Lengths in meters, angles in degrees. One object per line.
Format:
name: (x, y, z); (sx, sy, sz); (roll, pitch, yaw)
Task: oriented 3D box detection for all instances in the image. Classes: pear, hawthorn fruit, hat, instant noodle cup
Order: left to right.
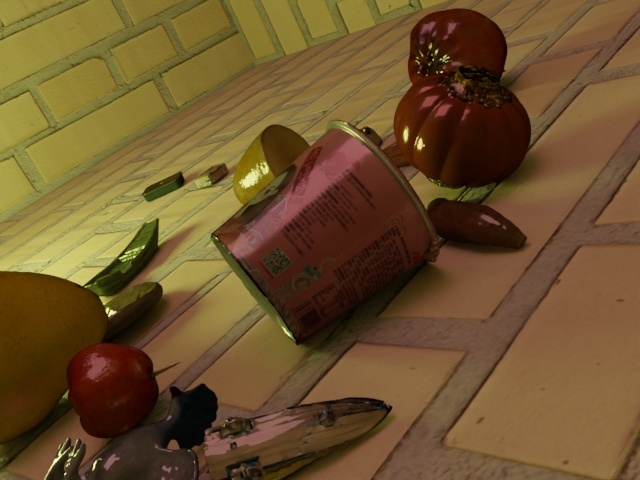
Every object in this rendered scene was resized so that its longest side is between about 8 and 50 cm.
pear: (-0.501, 0.179, 1.139); (0.336, 0.285, 0.285); (0, 13, -19)
hawthorn fruit: (-0.273, 0.197, 0.987); (0.140, 0.125, 0.125); (-6, 27, 24)
instant noodle cup: (0.000, 0.000, 1.010); (0.231, 0.243, 0.243); (-38, 22, -10)
hat: (0.092, -0.229, 1.677); (0.076, 0.059, 0.077); (-36, 27, -13)
hawthorn fruit: (0.317, -0.412, 1.643); (0.224, 0.224, 0.261); (-4, 17, 46)

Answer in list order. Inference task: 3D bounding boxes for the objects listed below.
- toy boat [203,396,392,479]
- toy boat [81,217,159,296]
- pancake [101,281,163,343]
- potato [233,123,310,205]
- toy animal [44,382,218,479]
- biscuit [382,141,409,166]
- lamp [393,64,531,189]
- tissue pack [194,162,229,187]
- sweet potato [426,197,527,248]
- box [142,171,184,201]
toy boat: (-0.025, 0.204, 0.767); (0.210, 0.066, 0.084); (-17, 54, -1)
toy boat: (-0.425, 0.044, 1.637); (0.093, 0.055, 0.293); (-17, 23, 26)
pancake: (-0.393, 0.152, 1.353); (0.242, 0.050, 0.242); (-26, 12, 6)
potato: (-0.106, -0.131, 1.555); (0.158, 0.178, 0.203); (-31, 40, 32)
toy animal: (-0.204, 0.267, 0.807); (0.239, 0.176, 0.255); (-5, 63, 51)
biscuit: (0.203, -0.196, 1.505); (0.220, 0.029, 0.142); (-17, 23, 23)
lamp: (0.228, -0.181, 1.197); (0.223, 0.197, 0.223); (9, 37, -7)
tissue pack: (-0.303, -0.180, 2.063); (0.063, 0.035, 0.083); (-8, 25, 41)
sweet potato: (0.201, -0.031, 1.071); (0.078, 0.058, 0.255); (-14, 15, -13)
box: (-0.468, -0.160, 2.215); (0.126, 0.031, 0.091); (-24, 20, 6)
